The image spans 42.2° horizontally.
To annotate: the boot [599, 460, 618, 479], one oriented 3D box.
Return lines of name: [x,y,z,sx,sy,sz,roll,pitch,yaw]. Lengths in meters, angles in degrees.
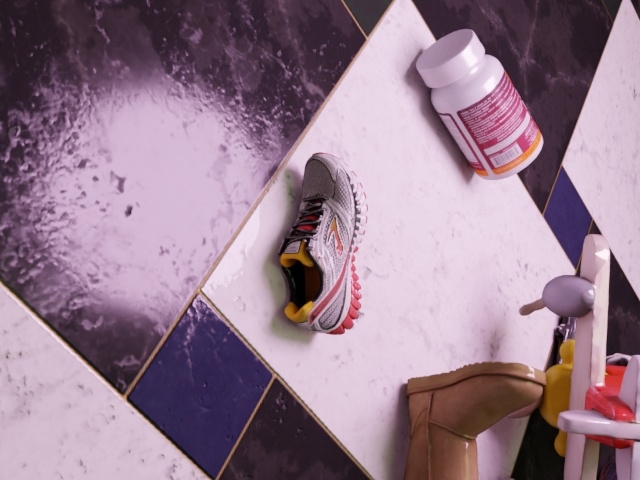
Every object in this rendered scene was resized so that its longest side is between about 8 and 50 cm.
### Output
boot: [0.591,0.458,1.553,0.219,0.082,0.106,-14,89,-49]

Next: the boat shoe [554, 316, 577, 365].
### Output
boat shoe: [0.437,0.172,1.480,0.046,0.038,0.125,89,7,-73]

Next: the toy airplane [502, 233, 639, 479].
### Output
toy airplane: [0.378,0.244,1.227,0.384,0.272,0.386,75,29,-41]

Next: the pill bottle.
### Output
pill bottle: [0.248,-0.211,1.298,0.221,0.121,0.121,52,49,-27]

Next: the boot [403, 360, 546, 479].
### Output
boot: [0.188,0.301,1.045,0.089,0.236,0.270,19,64,-28]

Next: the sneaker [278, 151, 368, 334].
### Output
sneaker: [0.000,0.000,1.011,0.092,0.088,0.225,11,74,-44]

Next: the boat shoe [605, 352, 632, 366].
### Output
boat shoe: [0.580,0.266,1.558,0.302,0.113,0.103,-6,92,-47]
